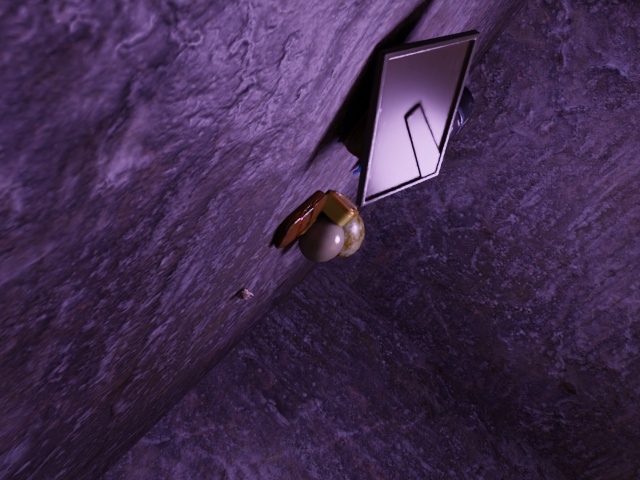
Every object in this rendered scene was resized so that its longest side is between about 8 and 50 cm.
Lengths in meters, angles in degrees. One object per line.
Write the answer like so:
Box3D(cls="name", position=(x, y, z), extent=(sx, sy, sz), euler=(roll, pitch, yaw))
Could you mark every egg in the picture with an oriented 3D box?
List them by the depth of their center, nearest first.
Box3D(cls="egg", position=(0.000, 0.000, 1.839), extent=(0.188, 0.188, 0.253), euler=(-46, -179, -31))
Box3D(cls="egg", position=(0.094, -0.046, 2.023), extent=(0.238, 0.238, 0.289), euler=(-46, 166, -30))

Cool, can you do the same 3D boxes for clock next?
Box3D(cls="clock", position=(0.080, -0.136, 1.785), extent=(0.096, 0.143, 0.202), euler=(-43, 176, 13))

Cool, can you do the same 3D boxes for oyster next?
Box3D(cls="oyster", position=(-0.286, 0.210, 1.654), extent=(0.083, 0.080, 0.038), euler=(21, -88, 62))

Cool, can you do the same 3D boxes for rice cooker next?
Box3D(cls="rice cooker", position=(0.531, -0.576, 1.857), extent=(0.224, 0.267, 0.267), euler=(-48, 174, -19))

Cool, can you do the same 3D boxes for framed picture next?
Box3D(cls="framed picture", position=(0.254, -0.317, 1.154), extent=(0.326, 0.028, 0.446), euler=(-23, 141, -26))

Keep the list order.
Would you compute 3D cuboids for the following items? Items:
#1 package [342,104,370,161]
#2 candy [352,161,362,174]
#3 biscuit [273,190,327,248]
Box3D(cls="package", position=(0.220, -0.364, 1.268), extent=(0.311, 0.221, 0.165), euler=(-51, 153, 16))
Box3D(cls="candy", position=(0.268, -0.413, 1.782), extent=(0.187, 0.077, 0.331), euler=(-31, 161, -52))
Box3D(cls="biscuit", position=(-0.077, -0.056, 1.563), extent=(0.277, 0.052, 0.262), euler=(-45, 173, -40))
